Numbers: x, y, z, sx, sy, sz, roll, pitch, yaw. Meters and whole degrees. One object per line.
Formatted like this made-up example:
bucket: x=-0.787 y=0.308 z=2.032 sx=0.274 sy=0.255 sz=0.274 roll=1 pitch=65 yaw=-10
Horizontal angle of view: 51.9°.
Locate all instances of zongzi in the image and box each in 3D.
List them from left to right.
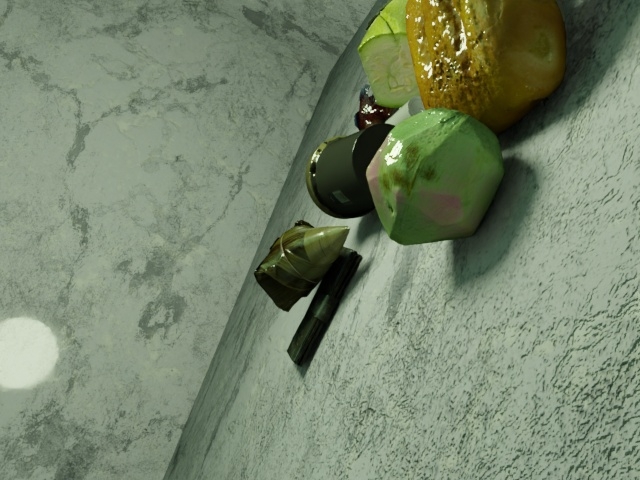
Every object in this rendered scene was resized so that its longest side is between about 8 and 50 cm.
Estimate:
zongzi: x=0.000 y=0.000 z=1.686 sx=0.317 sy=0.154 sz=0.289 roll=-36 pitch=15 yaw=30

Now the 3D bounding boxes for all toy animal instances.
toy animal: x=0.152 y=-0.386 z=2.045 sx=0.218 sy=0.116 sz=0.180 roll=-37 pitch=27 yaw=51

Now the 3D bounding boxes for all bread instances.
bread: x=0.257 y=-0.343 z=1.115 sx=0.337 sy=0.148 sz=0.328 roll=150 pitch=114 yaw=-73

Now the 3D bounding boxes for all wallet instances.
wallet: x=0.002 y=0.161 z=1.675 sx=0.317 sy=0.044 sz=0.169 roll=-62 pitch=9 yaw=-2

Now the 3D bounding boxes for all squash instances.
squash: x=0.236 y=-0.548 z=1.765 sx=0.210 sy=0.234 sz=0.309 roll=-9 pitch=46 yaw=21

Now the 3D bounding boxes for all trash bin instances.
trash bin: x=0.088 y=-0.167 z=1.619 sx=0.214 sy=0.214 sz=0.334 roll=-67 pitch=16 yaw=-15

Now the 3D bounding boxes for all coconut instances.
coconut: x=0.183 y=-0.097 z=1.082 sx=0.236 sy=0.235 sz=0.204 roll=-63 pitch=-23 yaw=2

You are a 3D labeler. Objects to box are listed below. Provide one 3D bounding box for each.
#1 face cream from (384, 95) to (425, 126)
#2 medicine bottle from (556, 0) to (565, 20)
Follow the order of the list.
face cream: x=0.201 y=-0.286 z=1.705 sx=0.077 sy=0.077 sz=0.250 roll=-68 pitch=13 yaw=-21
medicine bottle: x=0.372 y=-0.409 z=1.207 sx=0.132 sy=0.088 sz=0.188 roll=-58 pitch=12 yaw=16
